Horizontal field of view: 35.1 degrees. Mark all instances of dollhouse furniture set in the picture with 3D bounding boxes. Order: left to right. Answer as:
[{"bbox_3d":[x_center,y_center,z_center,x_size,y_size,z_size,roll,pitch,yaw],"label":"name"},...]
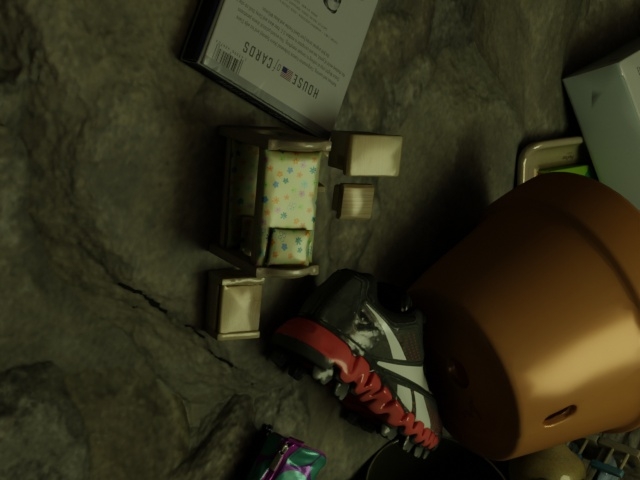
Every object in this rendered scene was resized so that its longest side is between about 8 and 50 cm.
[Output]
[{"bbox_3d":[0.000,0.000,0.861,0.161,0.101,0.181,-2,104,-31],"label":"dollhouse furniture set"},{"bbox_3d":[0.348,0.301,1.371,0.129,0.129,0.183,-52,135,-26],"label":"dollhouse furniture set"}]

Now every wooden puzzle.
[{"bbox_3d":[0.320,-0.017,1.308,0.221,0.044,0.238,-12,110,-47],"label":"wooden puzzle"}]

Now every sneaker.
[{"bbox_3d":[0.065,0.121,1.010,0.135,0.098,0.276,-59,136,-16],"label":"sneaker"}]

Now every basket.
[{"bbox_3d":[0.128,0.366,1.110,0.154,0.204,0.226,-9,120,-12],"label":"basket"}]

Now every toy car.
[{"bbox_3d":[0.261,0.249,1.168,0.155,0.188,0.148,9,95,-17],"label":"toy car"}]

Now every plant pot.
[{"bbox_3d":[0.219,0.096,1.066,0.203,0.291,0.290,-25,120,-24],"label":"plant pot"}]

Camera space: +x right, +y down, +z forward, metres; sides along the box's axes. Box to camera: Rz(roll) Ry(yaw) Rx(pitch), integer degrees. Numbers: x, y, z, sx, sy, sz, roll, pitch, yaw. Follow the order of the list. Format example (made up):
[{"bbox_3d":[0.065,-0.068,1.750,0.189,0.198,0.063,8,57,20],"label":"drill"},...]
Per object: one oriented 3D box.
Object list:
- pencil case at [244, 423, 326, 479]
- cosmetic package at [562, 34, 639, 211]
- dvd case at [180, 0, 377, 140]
[{"bbox_3d":[-0.059,0.249,0.933,0.151,0.064,0.070,-57,153,-22],"label":"pencil case"},{"bbox_3d":[0.505,-0.153,1.371,0.377,0.097,0.284,-30,104,-39],"label":"cosmetic package"},{"bbox_3d":[-0.013,-0.227,0.868,0.179,0.030,0.238,26,82,-50],"label":"dvd case"}]
